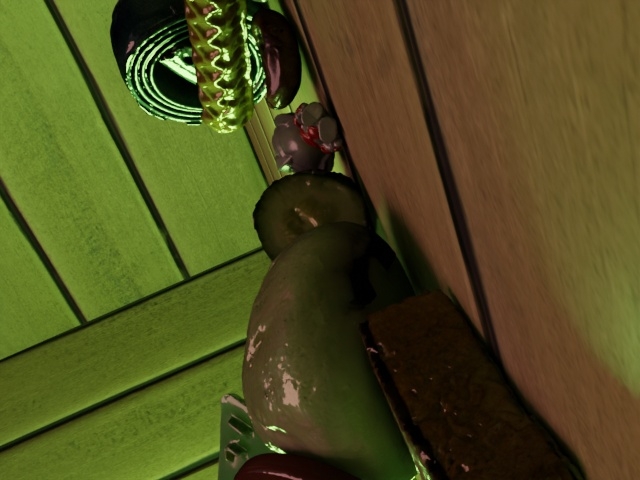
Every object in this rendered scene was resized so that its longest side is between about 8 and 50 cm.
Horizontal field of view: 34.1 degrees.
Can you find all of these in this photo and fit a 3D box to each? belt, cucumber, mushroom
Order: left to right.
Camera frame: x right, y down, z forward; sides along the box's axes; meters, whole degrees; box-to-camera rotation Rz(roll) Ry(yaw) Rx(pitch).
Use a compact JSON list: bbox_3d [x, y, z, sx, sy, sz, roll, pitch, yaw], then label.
[{"bbox_3d":[-0.162,-0.257,1.399,0.267,0.206,0.116,40,-156,-62],"label":"belt"},{"bbox_3d":[-0.048,-0.211,1.205,0.123,0.052,0.123,167,90,-84],"label":"mushroom"},{"bbox_3d":[0.003,-0.002,1.282,0.244,0.134,0.134,59,-174,-79],"label":"cucumber"}]

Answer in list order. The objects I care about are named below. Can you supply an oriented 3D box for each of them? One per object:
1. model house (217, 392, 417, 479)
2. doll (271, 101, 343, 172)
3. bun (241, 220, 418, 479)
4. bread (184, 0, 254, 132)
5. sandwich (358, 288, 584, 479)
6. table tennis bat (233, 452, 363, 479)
[{"bbox_3d":[0.085,0.317,1.373,0.357,0.313,0.242,27,127,39],"label":"model house"},{"bbox_3d":[-0.015,-0.119,1.225,0.094,0.079,0.180,43,164,-4],"label":"doll"},{"bbox_3d":[0.006,0.124,1.066,0.283,0.179,0.283,-13,-90,-70],"label":"bun"},{"bbox_3d":[-0.118,-0.243,1.227,0.077,0.084,0.367,39,161,17],"label":"bread"},{"bbox_3d":[0.137,0.209,0.851,0.273,0.095,0.249,-118,6,-61],"label":"sandwich"},{"bbox_3d":[0.019,0.334,1.085,0.268,0.051,0.415,31,149,8],"label":"table tennis bat"}]
